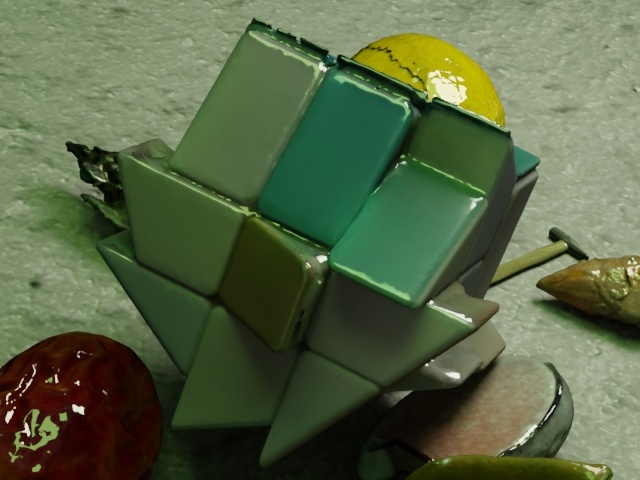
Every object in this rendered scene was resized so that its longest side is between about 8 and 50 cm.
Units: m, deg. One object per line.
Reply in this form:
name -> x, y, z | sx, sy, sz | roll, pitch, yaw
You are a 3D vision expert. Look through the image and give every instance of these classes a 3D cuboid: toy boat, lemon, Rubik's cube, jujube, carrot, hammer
toy boat -> 0.151, 0.197, 1.697 | 0.227, 0.085, 0.155 | -31, 36, -29
lemon -> 0.109, -0.134, 2.008 | 0.204, 0.204, 0.260 | -6, 35, -17
Rubik's cube -> 0.000, 0.000, 1.642 | 0.387, 0.368, 0.358 | 26, 20, 16
jujube -> -0.236, 0.186, 1.554 | 0.174, 0.174, 0.250 | 21, 33, 16
carrot -> 0.368, 0.059, 1.908 | 0.263, 0.102, 0.102 | 6, 37, 7
hammer -> 0.216, 0.033, 1.961 | 0.199, 0.013, 0.062 | -22, 46, -33

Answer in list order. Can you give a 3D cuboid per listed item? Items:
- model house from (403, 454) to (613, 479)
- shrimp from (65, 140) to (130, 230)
model house -> 0.111, 0.307, 1.430 | 0.173, 0.268, 0.239 | 33, 41, -1
shrimp -> -0.082, -0.030, 1.939 | 0.445, 0.085, 0.272 | 23, 35, 15
